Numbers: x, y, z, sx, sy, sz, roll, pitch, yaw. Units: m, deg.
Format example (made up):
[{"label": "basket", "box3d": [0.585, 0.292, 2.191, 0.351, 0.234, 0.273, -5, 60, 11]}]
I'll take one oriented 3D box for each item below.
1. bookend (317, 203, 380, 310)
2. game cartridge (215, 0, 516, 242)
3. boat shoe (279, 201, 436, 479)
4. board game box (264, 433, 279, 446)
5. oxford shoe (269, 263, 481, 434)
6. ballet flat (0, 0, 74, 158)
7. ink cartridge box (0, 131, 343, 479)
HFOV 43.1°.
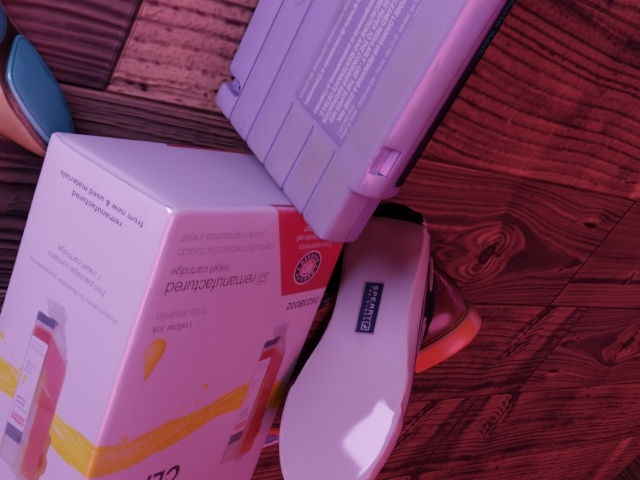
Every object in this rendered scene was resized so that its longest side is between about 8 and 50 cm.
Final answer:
[{"label": "bookend", "box3d": [0.000, 0.000, 0.985, 0.156, 0.072, 0.157, -30, 142, -6]}, {"label": "game cartridge", "box3d": [0.044, -0.198, 0.677, 0.068, 0.230, 0.355, -2, 133, -45]}, {"label": "boat shoe", "box3d": [0.062, 0.140, 0.901, 0.158, 0.127, 0.340, 60, 45, -56]}, {"label": "board game box", "box3d": [-0.103, 0.303, 1.233, 0.090, 0.020, 0.090, -17, 179, -24]}, {"label": "oxford shoe", "box3d": [0.044, 0.155, 1.178, 0.364, 0.130, 0.132, -33, 107, 10]}, {"label": "ballet flat", "box3d": [-0.270, -0.150, 0.637, 0.073, 0.080, 0.232, -6, 139, 8]}, {"label": "ink cartridge box", "box3d": [-0.156, 0.111, 0.787, 0.279, 0.160, 0.384, -4, 120, -57]}]
